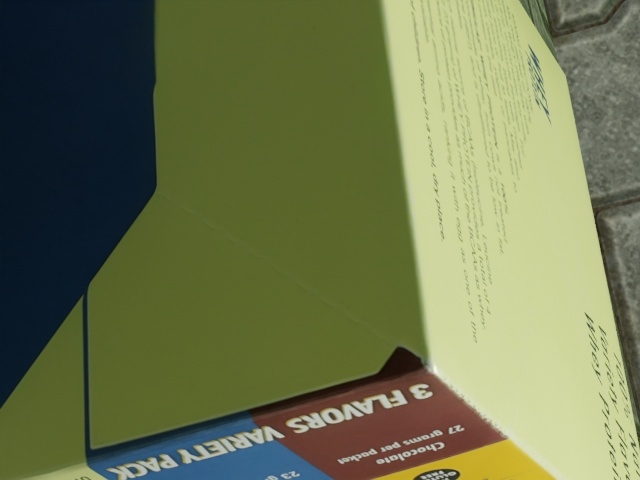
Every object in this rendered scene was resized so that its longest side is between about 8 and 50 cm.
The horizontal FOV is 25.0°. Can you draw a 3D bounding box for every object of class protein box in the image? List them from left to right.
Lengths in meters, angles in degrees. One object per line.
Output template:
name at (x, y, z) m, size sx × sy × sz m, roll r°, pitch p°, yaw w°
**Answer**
protein box at (0.000, 0.000, 0.455) m, size 0.201 × 0.136 × 0.200 m, roll 42°, pitch 37°, yaw -54°
